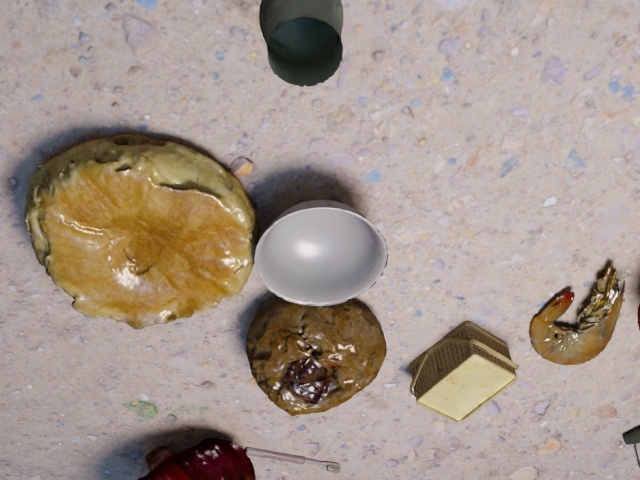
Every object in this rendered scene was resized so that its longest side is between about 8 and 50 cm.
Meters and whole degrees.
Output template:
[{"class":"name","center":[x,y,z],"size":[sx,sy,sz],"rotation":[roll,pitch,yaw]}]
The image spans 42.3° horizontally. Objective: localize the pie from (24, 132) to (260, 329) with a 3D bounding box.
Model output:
[{"class":"pie","center":[-0.246,-0.003,1.169],"size":[0.340,0.083,0.339],"rotation":[-3,129,-4]}]

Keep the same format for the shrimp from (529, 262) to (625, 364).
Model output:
[{"class":"shrimp","center":[0.425,0.126,1.373],"size":[0.133,0.053,0.236],"rotation":[17,134,6]}]

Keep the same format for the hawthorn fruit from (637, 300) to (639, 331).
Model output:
[{"class":"hawthorn fruit","center":[0.631,0.135,1.228],"size":[0.276,0.307,0.276],"rotation":[1,118,2]}]

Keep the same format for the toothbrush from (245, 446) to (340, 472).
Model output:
[{"class":"toothbrush","center":[-0.051,0.423,1.597],"size":[0.194,0.017,0.014],"rotation":[16,122,-14]}]

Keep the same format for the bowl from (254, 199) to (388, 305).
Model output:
[{"class":"bowl","center":[0.000,0.000,1.191],"size":[0.189,0.086,0.189],"rotation":[-2,132,-2]}]

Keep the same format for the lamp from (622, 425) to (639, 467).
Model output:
[{"class":"lamp","center":[0.632,0.412,1.639],"size":[0.054,0.041,0.121],"rotation":[-26,126,27]}]

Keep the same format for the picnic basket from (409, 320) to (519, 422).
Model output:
[{"class":"picnic basket","center":[0.241,0.225,1.410],"size":[0.115,0.079,0.164],"rotation":[31,121,-26]}]

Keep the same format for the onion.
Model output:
[{"class":"onion","center":[-0.243,0.459,1.496],"size":[0.252,0.219,0.252],"rotation":[-38,155,-21]}]

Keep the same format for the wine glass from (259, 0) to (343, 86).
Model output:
[{"class":"wine glass","center":[-0.021,-0.249,0.897],"size":[0.093,0.202,0.093],"rotation":[-3,132,-3]}]

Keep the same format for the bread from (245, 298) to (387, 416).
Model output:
[{"class":"bread","center":[-0.009,0.188,1.331],"size":[0.230,0.123,0.230],"rotation":[-4,133,-4]}]
